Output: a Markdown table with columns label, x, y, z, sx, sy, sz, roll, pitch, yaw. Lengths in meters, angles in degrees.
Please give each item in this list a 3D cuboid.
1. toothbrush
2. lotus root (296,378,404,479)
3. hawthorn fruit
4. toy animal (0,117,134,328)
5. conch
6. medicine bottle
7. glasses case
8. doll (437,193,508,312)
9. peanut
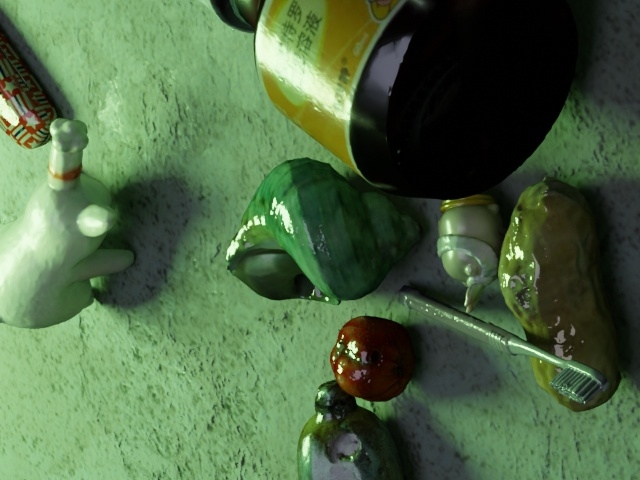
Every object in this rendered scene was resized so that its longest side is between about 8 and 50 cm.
| label | x | y | z | sx | sy | sz | roll | pitch | yaw |
| --- | --- | --- | --- | --- | --- | --- | --- | --- | --- |
| toothbrush | 0.153 | 0.090 | 1.681 | 0.024 | 0.029 | 0.354 | 58 | 165 | -23 |
| lotus root | 0.030 | 0.234 | 1.910 | 0.113 | 0.088 | 0.192 | -7 | 101 | 28 |
| hawthorn fruit | 0.047 | 0.116 | 1.852 | 0.093 | 0.093 | 0.093 | 17 | 117 | 38 |
| toy animal | -0.279 | -0.017 | 2.076 | 0.140 | 0.138 | 0.282 | 46 | 124 | 10 |
| conch | -0.001 | -0.002 | 1.826 | 0.188 | 0.122 | 0.176 | 17 | 138 | 40 |
| medicine bottle | 0.017 | -0.212 | 1.661 | 0.395 | 0.242 | 0.242 | 35 | 127 | 38 |
| glasses case | -0.374 | -0.186 | 2.150 | 0.194 | 0.049 | 0.073 | 53 | 134 | 14 |
| doll | 0.149 | 0.002 | 1.717 | 0.073 | 0.084 | 0.127 | 131 | 136 | -76 |
| peanut | 0.215 | 0.051 | 1.671 | 0.099 | 0.099 | 0.214 | -6 | 108 | 44 |
